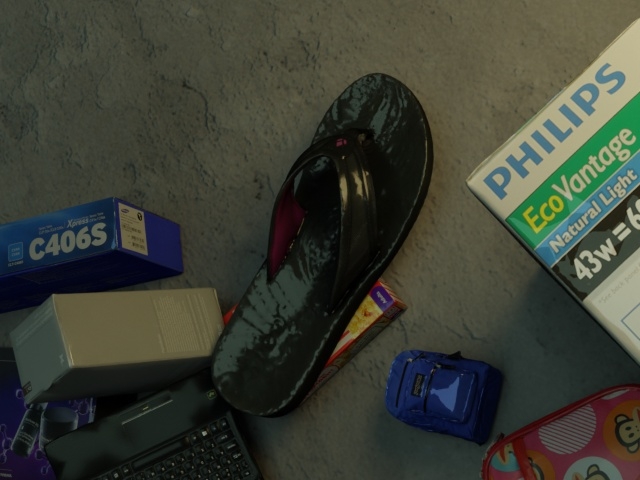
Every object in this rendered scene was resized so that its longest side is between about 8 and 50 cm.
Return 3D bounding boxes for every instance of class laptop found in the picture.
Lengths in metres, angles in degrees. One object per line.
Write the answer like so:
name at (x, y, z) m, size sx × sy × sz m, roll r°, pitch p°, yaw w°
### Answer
laptop at (-0.186, 0.310, 1.418) m, size 0.234 × 0.136 × 0.264 m, roll -25°, pitch 80°, yaw -3°

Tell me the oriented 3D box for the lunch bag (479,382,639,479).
lunch bag at (0.302, 0.320, 1.278) m, size 0.258 × 0.120 × 0.293 m, roll -29°, pitch 66°, yaw 20°

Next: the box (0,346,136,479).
box at (-0.384, 0.238, 1.619) m, size 0.261 × 0.103 × 0.184 m, roll -1°, pitch 75°, yaw 25°

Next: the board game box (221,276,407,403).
board game box at (-0.010, 0.092, 1.510) m, size 0.193 × 0.045 × 0.146 m, roll -44°, pitch 64°, yaw 9°

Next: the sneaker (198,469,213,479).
sneaker at (-0.195, 0.337, 1.532) m, size 0.077 × 0.072 × 0.178 m, roll 35°, pitch 82°, yaw 32°

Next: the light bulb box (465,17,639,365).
light bulb box at (0.376, 0.032, 1.171) m, size 0.225 × 0.358 × 0.361 m, roll -44°, pitch 65°, yaw 8°

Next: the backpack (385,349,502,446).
backpack at (0.135, 0.171, 1.395) m, size 0.120 × 0.101 × 0.098 m, roll 11°, pitch 76°, yaw 30°

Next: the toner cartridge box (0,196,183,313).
toner cartridge box at (-0.376, 0.029, 1.628) m, size 0.348 × 0.165 × 0.075 m, roll -12°, pitch 72°, yaw 21°

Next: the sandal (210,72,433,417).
sandal at (0.001, 0.002, 1.439) m, size 0.168 × 0.107 × 0.445 m, roll 22°, pitch 86°, yaw 27°

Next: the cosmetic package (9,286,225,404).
cosmetic package at (-0.244, 0.128, 1.488) m, size 0.127 × 0.238 × 0.107 m, roll -35°, pitch 62°, yaw 40°
